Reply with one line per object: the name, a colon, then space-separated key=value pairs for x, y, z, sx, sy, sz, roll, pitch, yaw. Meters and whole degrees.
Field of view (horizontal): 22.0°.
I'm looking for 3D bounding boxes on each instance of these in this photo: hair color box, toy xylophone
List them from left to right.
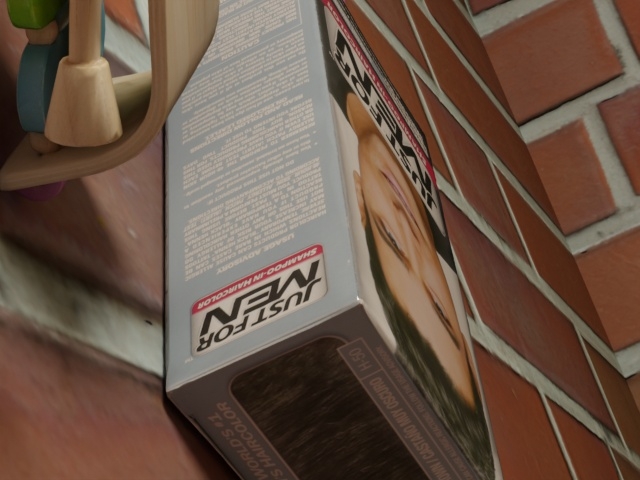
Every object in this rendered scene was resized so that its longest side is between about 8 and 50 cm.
toy xylophone: x=-0.096 y=-0.168 z=0.666 sx=0.236 sy=0.081 sz=0.322 roll=-68 pitch=160 yaw=-72
hair color box: x=0.000 y=0.000 z=0.967 sx=0.185 sy=0.114 sz=0.374 roll=55 pitch=17 yaw=-34

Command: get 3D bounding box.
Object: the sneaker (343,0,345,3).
sneaker: x=-0.007 y=-0.232 z=1.378 sx=0.095 sy=0.105 sz=0.236 roll=38 pitch=31 yaw=-65
